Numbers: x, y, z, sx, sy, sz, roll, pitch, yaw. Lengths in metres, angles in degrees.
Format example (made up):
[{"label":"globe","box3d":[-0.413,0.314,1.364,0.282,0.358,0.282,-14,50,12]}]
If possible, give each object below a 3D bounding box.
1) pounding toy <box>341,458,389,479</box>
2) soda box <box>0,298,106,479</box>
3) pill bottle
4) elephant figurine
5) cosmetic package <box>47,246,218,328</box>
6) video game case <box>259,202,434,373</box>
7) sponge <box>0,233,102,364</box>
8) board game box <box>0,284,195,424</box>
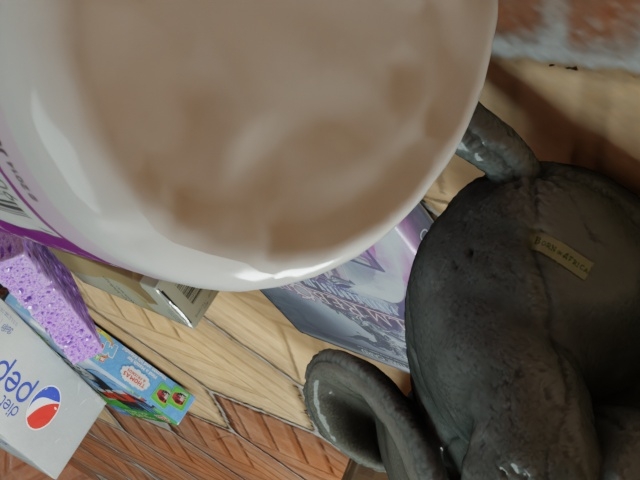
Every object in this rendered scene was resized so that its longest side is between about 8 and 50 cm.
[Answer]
[{"label":"pounding toy","box3d":[0.120,0.179,1.033,0.206,0.094,0.181,22,158,1]},{"label":"soda box","box3d":[-0.318,0.121,1.491,0.091,0.098,0.286,23,161,30]},{"label":"pill bottle","box3d":[-0.102,-0.089,0.512,0.301,0.169,0.169,14,156,48]},{"label":"elephant figurine","box3d":[0.077,0.078,0.662,0.169,0.186,0.239,13,158,-13]},{"label":"cosmetic package","box3d":[-0.130,0.016,1.083,0.115,0.041,0.060,18,158,38]},{"label":"video game case","box3d":[0.000,0.000,0.838,0.196,0.026,0.274,18,158,40]},{"label":"sponge","box3d":[-0.213,0.005,1.123,0.117,0.031,0.210,62,175,23]},{"label":"board game box","box3d":[-0.242,0.107,1.552,0.211,0.039,0.160,39,162,-20]}]
